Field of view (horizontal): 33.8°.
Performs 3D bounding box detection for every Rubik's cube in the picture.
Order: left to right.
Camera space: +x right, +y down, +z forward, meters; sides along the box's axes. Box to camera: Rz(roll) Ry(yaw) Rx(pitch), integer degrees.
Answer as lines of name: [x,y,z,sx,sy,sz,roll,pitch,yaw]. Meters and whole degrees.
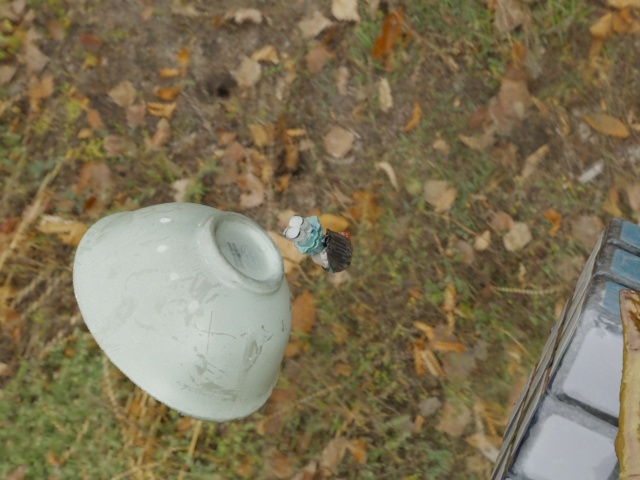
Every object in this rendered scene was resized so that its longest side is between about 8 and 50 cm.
Rubik's cube: [0.368,0.199,1.096,0.305,0.301,0.303,23,115,10]

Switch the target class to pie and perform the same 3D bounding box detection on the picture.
pie: [0.243,0.130,0.726,0.088,0.033,0.191,9,65,2]

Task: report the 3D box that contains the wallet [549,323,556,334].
wallet: [0.555,0.246,1.948,0.146,0.030,0.285,-32,87,-9]

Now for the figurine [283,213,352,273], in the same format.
figurine: [0.000,0.000,1.293,0.047,0.106,0.060,-19,55,32]

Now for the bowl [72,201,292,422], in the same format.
bowl: [-0.131,0.050,1.295,0.146,0.313,0.313,-42,55,29]
